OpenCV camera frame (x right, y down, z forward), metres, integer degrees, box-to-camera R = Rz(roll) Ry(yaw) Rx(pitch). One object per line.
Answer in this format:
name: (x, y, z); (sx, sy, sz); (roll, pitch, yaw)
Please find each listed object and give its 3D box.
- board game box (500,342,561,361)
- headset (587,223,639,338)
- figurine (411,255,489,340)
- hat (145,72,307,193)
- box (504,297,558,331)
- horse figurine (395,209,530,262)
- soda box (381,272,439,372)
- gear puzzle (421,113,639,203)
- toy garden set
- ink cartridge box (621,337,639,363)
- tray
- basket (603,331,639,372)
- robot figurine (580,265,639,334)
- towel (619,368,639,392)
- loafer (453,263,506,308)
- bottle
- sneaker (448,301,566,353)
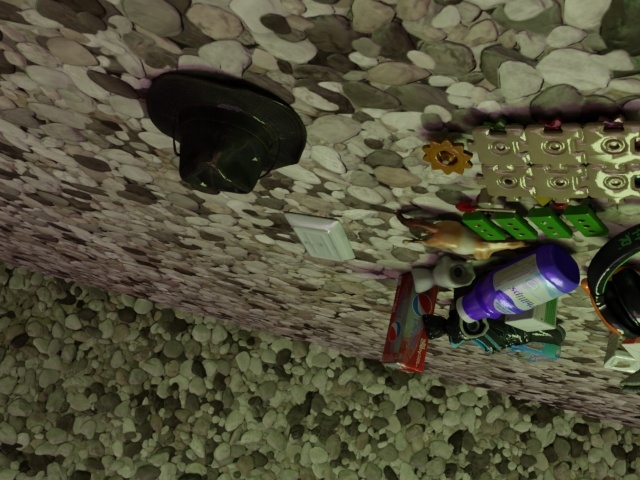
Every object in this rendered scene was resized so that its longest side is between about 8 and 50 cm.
board game box: (0.687, 0.364, 2.223); (0.210, 0.047, 0.160); (18, 161, -11)
headset: (0.651, 0.121, 1.214); (0.244, 0.185, 0.394); (-20, 135, 17)
figurine: (0.313, 0.153, 1.668); (0.093, 0.214, 0.209); (-11, 174, -25)
hat: (-0.186, -0.160, 1.181); (0.332, 0.133, 0.331); (13, 162, 4)
box: (0.546, 0.174, 1.676); (0.087, 0.101, 0.102); (22, 159, -22)
horse figurine: (0.291, -0.002, 1.403); (0.264, 0.066, 0.174); (18, 167, -19)
soda box: (0.249, 0.225, 1.787); (0.092, 0.263, 0.083); (22, 161, -23)
gear puzzle: (0.324, -0.130, 1.014); (0.339, 0.044, 0.175); (4, 145, 29)
toy garden set: (0.375, -0.062, 1.197); (0.244, 0.049, 0.204); (-2, 158, 42)
ink cartridge box: (0.797, 0.191, 1.473); (0.067, 0.198, 0.115); (49, 171, 6)
tray: (0.000, 0.000, 1.680); (0.145, 0.030, 0.270); (10, 161, 16)
basket: (0.871, 0.304, 1.819); (0.113, 0.103, 0.167); (9, 161, 15)
robot figurine: (0.670, 0.134, 1.426); (0.128, 0.158, 0.219); (-31, 143, 18)
towel: (0.872, 0.251, 1.466); (0.312, 0.056, 0.324); (-25, 169, -10)
loafer: (0.434, 0.130, 1.635); (0.109, 0.095, 0.302); (16, 163, -17)
bottle: (0.431, 0.108, 1.454); (0.118, 0.092, 0.283); (35, 136, -22)
sneaker: (0.547, 0.279, 1.928); (0.341, 0.139, 0.125); (8, 159, 13)
